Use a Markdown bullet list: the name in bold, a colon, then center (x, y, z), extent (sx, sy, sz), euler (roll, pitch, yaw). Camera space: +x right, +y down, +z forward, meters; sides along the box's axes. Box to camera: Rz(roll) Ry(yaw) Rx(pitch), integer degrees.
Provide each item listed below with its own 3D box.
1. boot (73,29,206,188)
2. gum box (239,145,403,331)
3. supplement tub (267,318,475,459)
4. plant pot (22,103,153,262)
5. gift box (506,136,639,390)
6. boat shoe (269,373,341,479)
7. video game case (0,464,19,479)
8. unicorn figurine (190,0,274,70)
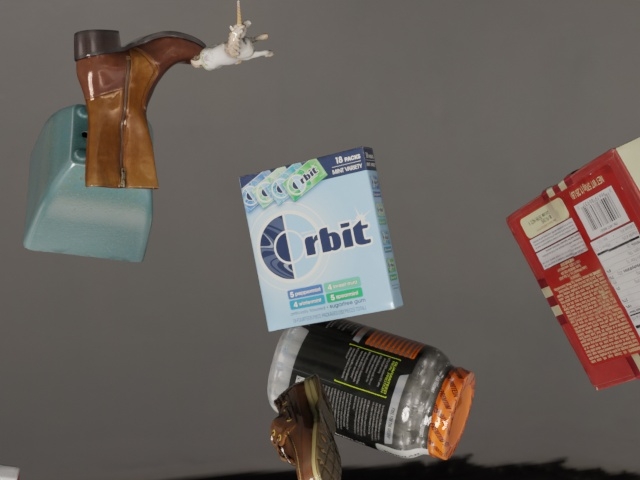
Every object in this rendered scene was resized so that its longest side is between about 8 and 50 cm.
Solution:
- **boot**: center (-0.310, -0.233, 1.858), extent (0.096, 0.264, 0.281), euler (-5, 91, 45)
- **gum box**: center (0.000, 0.000, 1.182), extent (0.041, 0.156, 0.185), euler (-7, -95, -69)
- **supplement tub**: center (0.093, 0.263, 1.858), extent (0.207, 0.337, 0.207), euler (-50, -32, -46)
- **plant pot**: center (-0.448, -0.135, 2.068), extent (0.252, 0.247, 0.248), euler (124, 148, -52)
- **gift box**: center (0.386, -0.026, 1.084), extent (0.277, 0.258, 0.255), euler (67, 155, 4)
- **boat shoe**: center (-0.017, 0.197, 1.015), extent (0.178, 0.060, 0.064), euler (-99, -12, -68)
- **video game case**: center (-0.518, 0.389, 1.396), extent (0.025, 0.204, 0.285), euler (-93, 15, -49)
- **unicorn figurine**: center (-0.122, -0.275, 1.467), extent (0.162, 0.111, 0.060), euler (-29, 85, 37)
